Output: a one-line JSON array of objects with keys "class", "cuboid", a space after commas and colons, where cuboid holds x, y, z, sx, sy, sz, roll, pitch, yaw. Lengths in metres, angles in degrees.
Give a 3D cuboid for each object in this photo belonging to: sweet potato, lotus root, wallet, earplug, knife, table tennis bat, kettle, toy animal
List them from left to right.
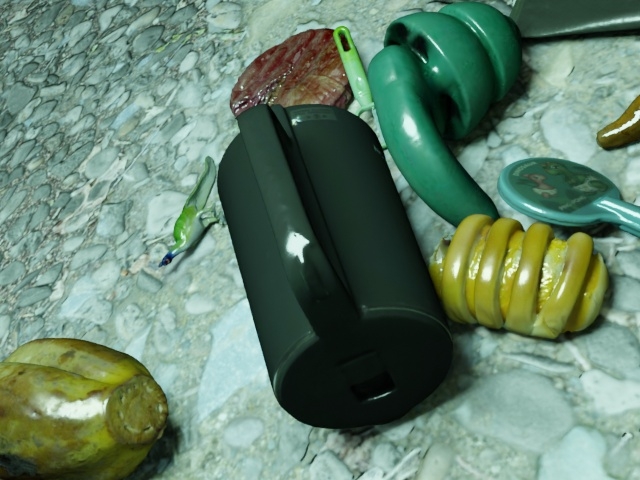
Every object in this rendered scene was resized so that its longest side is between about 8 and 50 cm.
[{"class": "lotus root", "cuboid": [-0.312, 0.201, 0.902, 0.290, 0.193, 0.193, -1, 55, 32]}, {"class": "toy animal", "cuboid": [-0.168, -0.049, 1.107, 0.075, 0.041, 0.217, -7, 49, 30]}, {"class": "kettle", "cuboid": [0.014, 0.001, 0.793, 0.203, 0.262, 0.308, -3, 43, -15]}, {"class": "knife", "cuboid": [0.047, -0.212, 1.066, 0.054, 0.015, 0.212, -19, 66, 8]}, {"class": "earplug", "cuboid": [0.161, -0.174, 0.914, 0.280, 0.164, 0.257, -41, 50, -17]}, {"class": "table tennis bat", "cuboid": [0.280, -0.039, 0.798, 0.201, 0.033, 0.124, 28, 43, 35]}, {"class": "wallet", "cuboid": [0.366, -0.321, 0.978, 0.245, 0.052, 0.169, 5, 58, 39]}, {"class": "sweet potato", "cuboid": [0.419, -0.177, 0.826, 0.264, 0.057, 0.057, -27, 46, 17]}]

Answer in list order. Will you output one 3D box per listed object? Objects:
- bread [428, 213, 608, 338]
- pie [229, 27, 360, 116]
[{"class": "bread", "cuboid": [0.199, 0.032, 0.780, 0.177, 0.084, 0.119, 8, 61, 32]}, {"class": "pie", "cuboid": [-0.034, -0.237, 1.162, 0.204, 0.054, 0.218, -44, 43, -5]}]
